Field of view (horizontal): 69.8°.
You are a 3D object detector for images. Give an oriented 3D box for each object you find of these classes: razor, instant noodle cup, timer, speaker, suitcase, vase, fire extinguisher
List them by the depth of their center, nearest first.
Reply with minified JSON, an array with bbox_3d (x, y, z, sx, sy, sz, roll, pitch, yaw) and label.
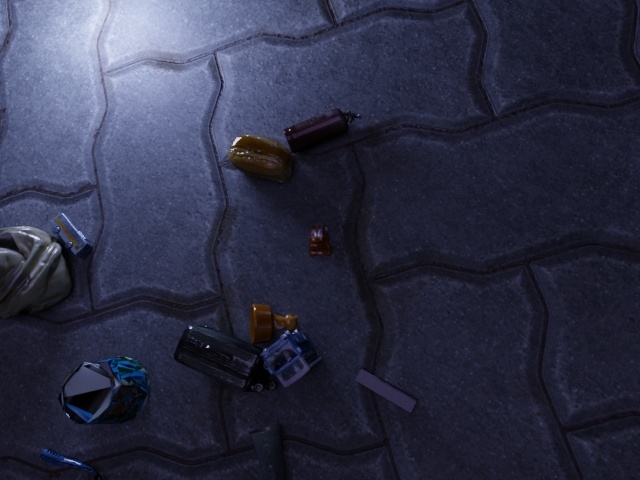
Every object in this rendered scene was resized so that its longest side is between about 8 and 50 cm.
[{"bbox_3d":[-0.146,0.682,1.388,0.096,0.096,0.219,-15,77,7],"label":"vase"},{"bbox_3d":[0.200,0.458,1.404,0.191,0.040,0.046,27,83,15],"label":"speaker"},{"bbox_3d":[-0.284,0.371,1.431,0.312,0.202,0.128,19,80,14],"label":"suitcase"},{"bbox_3d":[-0.147,0.270,1.490,0.152,0.132,0.131,1,75,-14],"label":"timer"},{"bbox_3d":[-0.705,0.491,1.491,0.241,0.178,0.240,-2,76,9],"label":"instant noodle cup"},{"bbox_3d":[-0.821,0.750,1.520,0.254,0.042,0.081,13,120,15],"label":"razor"},{"bbox_3d":[0.010,-0.397,1.623,0.269,0.105,0.104,-20,73,4],"label":"fire extinguisher"}]

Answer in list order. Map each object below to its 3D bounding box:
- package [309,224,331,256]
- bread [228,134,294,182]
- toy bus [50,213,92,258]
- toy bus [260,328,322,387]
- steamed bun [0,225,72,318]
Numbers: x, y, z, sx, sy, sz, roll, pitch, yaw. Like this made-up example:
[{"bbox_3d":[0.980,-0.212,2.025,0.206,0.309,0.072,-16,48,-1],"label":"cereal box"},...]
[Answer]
[{"bbox_3d":[-0.001,0.000,1.560,0.077,0.033,0.110,0,81,1],"label":"package"},{"bbox_3d":[-0.211,-0.296,1.636,0.237,0.106,0.139,17,78,13],"label":"bread"},{"bbox_3d":[-0.936,-0.016,1.724,0.190,0.064,0.075,42,75,17],"label":"toy bus"},{"bbox_3d":[-0.079,0.341,1.354,0.106,0.297,0.131,-38,79,0],"label":"toy bus"},{"bbox_3d":[-1.116,0.106,1.632,0.394,0.237,0.346,19,81,14],"label":"steamed bun"}]
